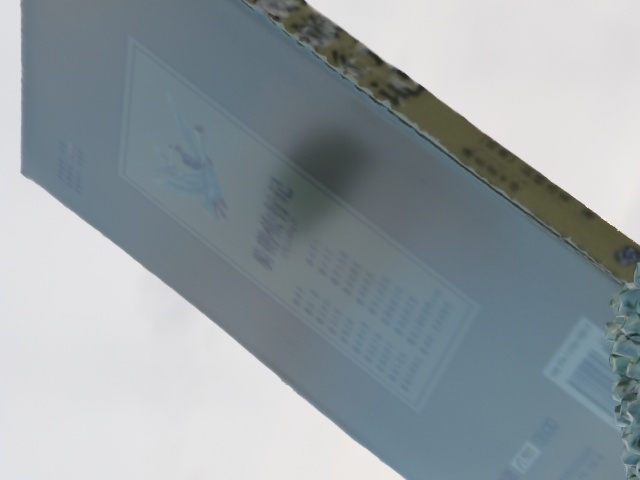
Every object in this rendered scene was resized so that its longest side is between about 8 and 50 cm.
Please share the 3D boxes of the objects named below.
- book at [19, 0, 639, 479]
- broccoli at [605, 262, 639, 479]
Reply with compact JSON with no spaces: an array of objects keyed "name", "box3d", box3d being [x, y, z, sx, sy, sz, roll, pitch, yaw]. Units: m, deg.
[{"name":"book","box3d":[0.000,0.000,0.536,0.021,0.310,0.217,-45,-13,-30]},{"name":"broccoli","box3d":[0.226,0.025,0.387,0.221,0.252,0.361,64,-146,-32]}]
